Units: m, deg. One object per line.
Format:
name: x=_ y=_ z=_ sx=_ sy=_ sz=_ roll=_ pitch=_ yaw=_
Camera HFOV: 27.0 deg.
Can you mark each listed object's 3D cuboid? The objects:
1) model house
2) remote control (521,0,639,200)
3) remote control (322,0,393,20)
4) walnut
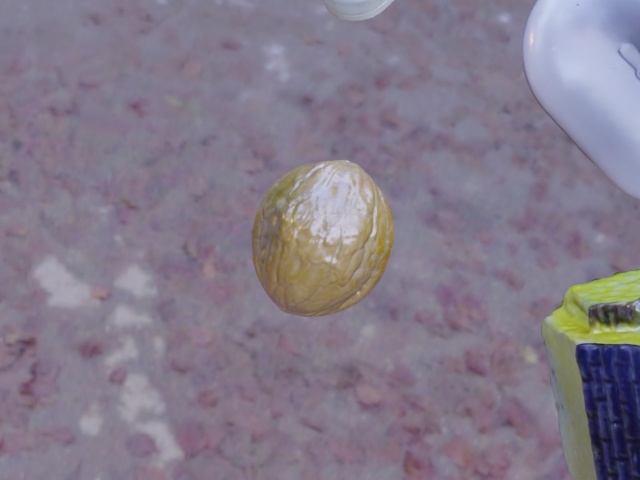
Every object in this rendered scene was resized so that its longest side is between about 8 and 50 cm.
model house: x=0.294 y=0.136 z=1.092 sx=0.170 sy=0.194 sz=0.211 roll=-10 pitch=12 yaw=-2
remote control: x=0.395 y=-0.195 z=1.668 sx=0.332 sy=0.103 sz=0.221 roll=46 pitch=78 yaw=-11
remote control: x=0.086 y=-0.308 z=1.339 sx=0.221 sy=0.042 sz=0.078 roll=-46 pitch=59 yaw=-10
walnut: x=0.000 y=0.000 z=0.978 sx=0.105 sy=0.124 sz=0.105 roll=27 pitch=12 yaw=-6
